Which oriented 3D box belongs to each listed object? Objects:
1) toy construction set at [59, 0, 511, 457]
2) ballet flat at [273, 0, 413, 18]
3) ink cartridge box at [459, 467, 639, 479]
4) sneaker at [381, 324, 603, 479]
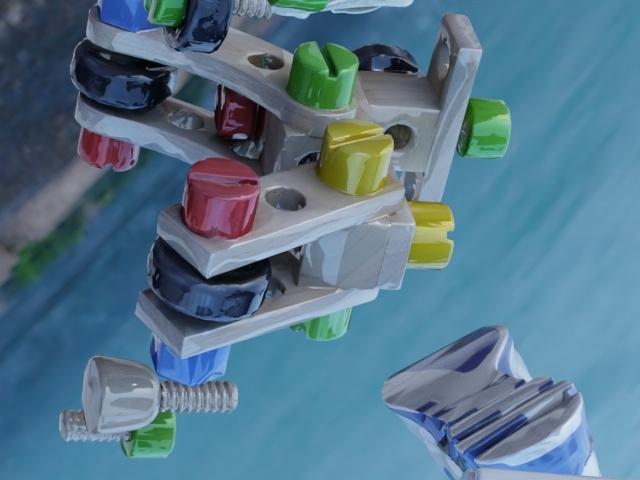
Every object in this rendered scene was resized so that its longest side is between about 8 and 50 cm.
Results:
[{"bbox_3d":[0.000,0.000,1.009,0.237,0.257,0.309,4,98,-22],"label":"toy construction set"},{"bbox_3d":[0.004,-0.180,1.373,0.168,0.057,0.052,-6,147,-26],"label":"ballet flat"},{"bbox_3d":[0.198,0.173,0.866,0.201,0.278,0.117,68,27,-80],"label":"ink cartridge box"},{"bbox_3d":[0.158,0.193,1.561,0.127,0.182,0.315,-27,-165,-6],"label":"sneaker"}]
